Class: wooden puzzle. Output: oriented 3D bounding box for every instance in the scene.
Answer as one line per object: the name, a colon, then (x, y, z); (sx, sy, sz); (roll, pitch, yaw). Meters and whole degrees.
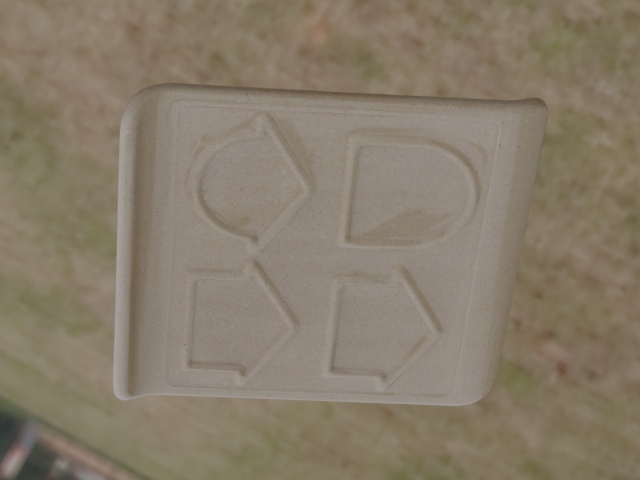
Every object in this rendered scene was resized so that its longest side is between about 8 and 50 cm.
wooden puzzle: (0.000, 0.000, 1.533); (0.348, 0.080, 0.322); (0, 128, -9)
